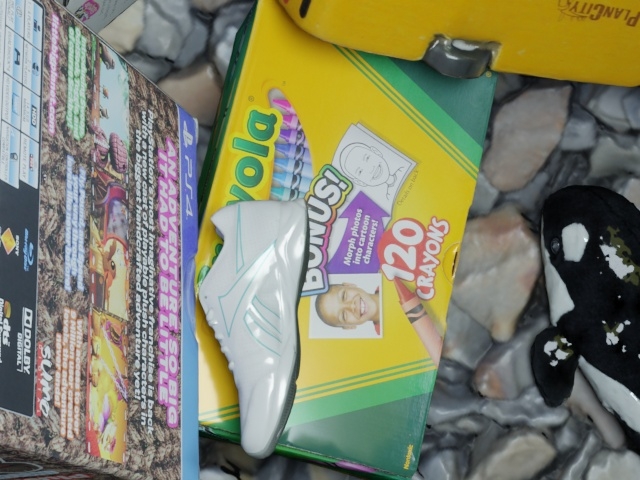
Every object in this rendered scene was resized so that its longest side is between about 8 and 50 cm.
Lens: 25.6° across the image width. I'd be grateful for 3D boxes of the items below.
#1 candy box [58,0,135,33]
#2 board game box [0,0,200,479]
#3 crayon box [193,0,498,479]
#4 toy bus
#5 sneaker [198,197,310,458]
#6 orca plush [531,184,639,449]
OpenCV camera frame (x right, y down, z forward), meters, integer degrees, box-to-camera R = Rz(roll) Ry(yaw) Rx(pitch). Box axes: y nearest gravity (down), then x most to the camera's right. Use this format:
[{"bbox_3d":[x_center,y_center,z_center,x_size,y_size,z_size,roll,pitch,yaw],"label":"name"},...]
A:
[{"bbox_3d":[-0.110,-0.213,0.863,0.196,0.165,0.070,-43,91,-19],"label":"candy box"},{"bbox_3d":[-0.183,0.004,0.710,0.141,0.291,0.232,-8,71,18],"label":"board game box"},{"bbox_3d":[0.000,0.000,0.895,0.165,0.081,0.278,16,76,-12],"label":"crayon box"},{"bbox_3d":[0.134,-0.176,0.911,0.332,0.108,0.130,2,35,-30],"label":"toy bus"},{"bbox_3d":[-0.040,0.049,0.810,0.061,0.054,0.152,3,75,1],"label":"sneaker"},{"bbox_3d":[0.229,0.093,0.929,0.151,0.102,0.287,-5,81,-16],"label":"orca plush"}]
